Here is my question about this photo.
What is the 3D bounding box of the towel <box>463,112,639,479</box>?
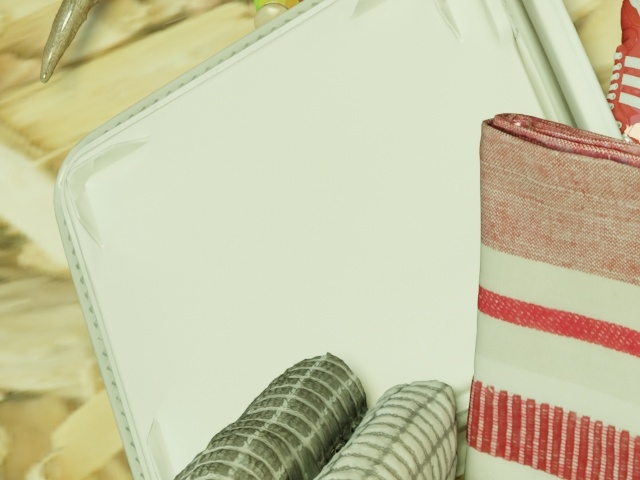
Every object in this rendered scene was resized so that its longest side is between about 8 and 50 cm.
[{"bbox_3d":[0.148,0.124,0.818,0.237,0.037,0.329,19,112,47],"label":"towel"}]

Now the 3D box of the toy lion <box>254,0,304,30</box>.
[{"bbox_3d":[-0.011,-0.169,1.071,0.096,0.034,0.100,-35,101,13],"label":"toy lion"}]

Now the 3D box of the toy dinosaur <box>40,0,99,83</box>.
[{"bbox_3d":[-0.164,-0.251,1.130,0.127,0.200,0.295,-15,99,-12],"label":"toy dinosaur"}]

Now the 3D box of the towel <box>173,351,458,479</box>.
[{"bbox_3d":[-0.022,0.212,0.838,0.121,0.235,0.283,10,101,9],"label":"towel"}]

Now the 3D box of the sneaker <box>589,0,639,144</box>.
[{"bbox_3d":[0.159,-0.073,0.983,0.067,0.042,0.118,-17,71,15],"label":"sneaker"}]

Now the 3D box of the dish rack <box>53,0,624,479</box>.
[{"bbox_3d":[0.000,0.000,0.992,0.333,0.072,0.285,-28,67,22],"label":"dish rack"}]
